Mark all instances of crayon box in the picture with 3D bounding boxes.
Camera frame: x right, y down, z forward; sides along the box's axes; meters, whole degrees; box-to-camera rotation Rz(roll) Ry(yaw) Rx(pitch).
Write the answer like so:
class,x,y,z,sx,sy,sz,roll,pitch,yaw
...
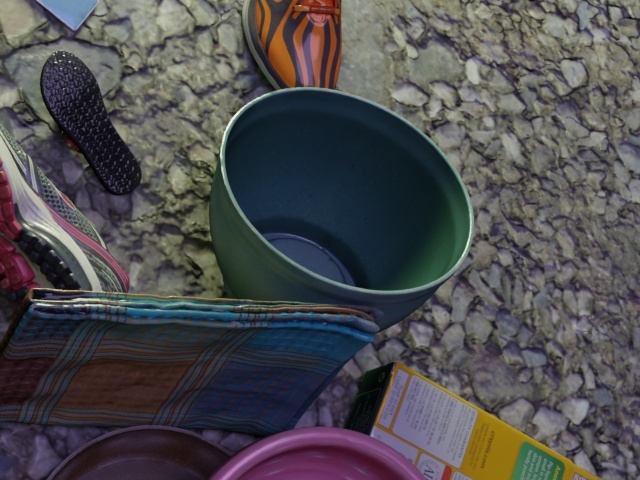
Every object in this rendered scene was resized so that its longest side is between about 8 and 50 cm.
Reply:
class,x,y,z,sx,sy,sz,roll,pitch,yaw
crayon box,0.168,0.310,1.664,0.323,0.083,0.203,30,64,-16

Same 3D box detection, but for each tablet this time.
class,x,y,z,sx,sy,sz,roll,pitch,yaw
tablet,-0.305,-0.288,1.634,0.083,0.006,0.054,39,62,-12

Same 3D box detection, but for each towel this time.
class,x,y,z,sx,sy,sz,roll,pitch,yaw
towel,-0.153,0.134,1.441,0.370,0.271,0.040,5,57,-26

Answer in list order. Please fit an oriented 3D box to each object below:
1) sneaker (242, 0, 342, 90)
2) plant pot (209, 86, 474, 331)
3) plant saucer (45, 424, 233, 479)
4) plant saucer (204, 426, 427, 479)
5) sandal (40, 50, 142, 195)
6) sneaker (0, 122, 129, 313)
class,x,y,z,sx,sy,sz,roll,pitch,yaw
sneaker,-0.010,-0.337,1.703,0.125,0.180,0.321,-1,76,-28
plant pot,0.000,0.000,1.574,0.293,0.196,0.293,13,47,-15
plant saucer,-0.178,0.352,1.479,0.311,0.050,0.310,10,69,-28
plant saucer,-0.012,0.363,1.472,0.332,0.084,0.332,4,80,-24
sandal,-0.268,-0.130,1.594,0.067,0.040,0.179,-36,108,-26
sneaker,-0.323,-0.029,1.499,0.299,0.121,0.112,57,30,-2
